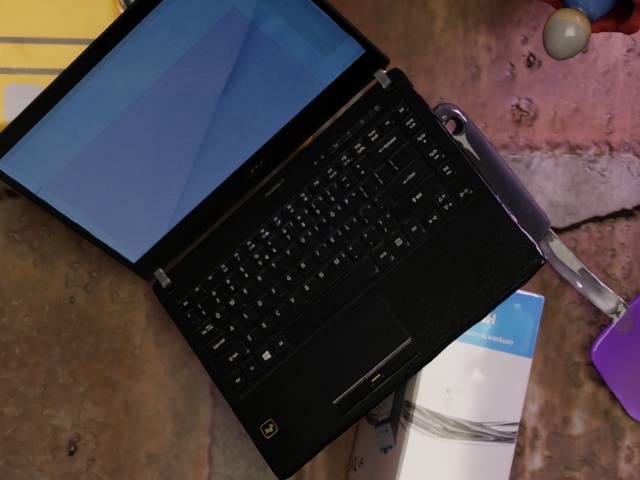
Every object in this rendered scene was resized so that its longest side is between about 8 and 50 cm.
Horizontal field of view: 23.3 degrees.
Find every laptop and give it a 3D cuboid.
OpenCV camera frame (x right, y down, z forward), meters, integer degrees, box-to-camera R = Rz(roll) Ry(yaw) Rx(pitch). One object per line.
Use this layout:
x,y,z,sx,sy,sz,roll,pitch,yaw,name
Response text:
-0.039,-0.019,0.978,0.234,0.136,0.264,-41,70,17,laptop

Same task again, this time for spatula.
0.181,0.013,1.152,0.084,0.030,0.296,-43,94,-11,spatula

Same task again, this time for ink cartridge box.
0.079,0.125,1.063,0.082,0.139,0.190,15,81,-11,ink cartridge box

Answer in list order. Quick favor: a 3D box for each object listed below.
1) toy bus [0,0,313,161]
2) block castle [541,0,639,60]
-0.178,-0.119,1.052,0.333,0.108,0.130,-1,86,-13,toy bus
0.371,-0.075,0.999,0.453,0.303,0.213,45,68,-30,block castle
